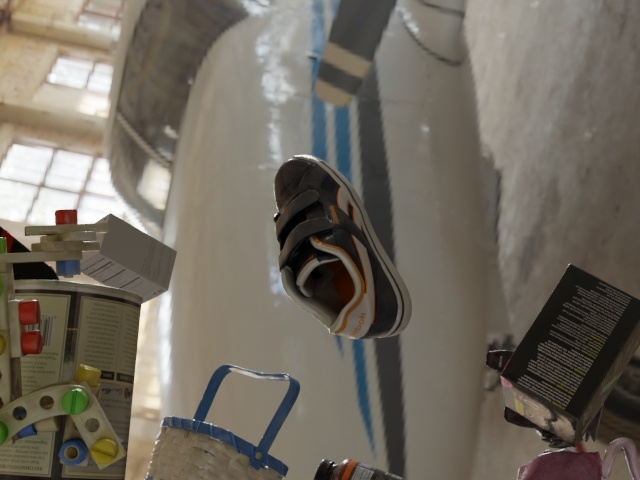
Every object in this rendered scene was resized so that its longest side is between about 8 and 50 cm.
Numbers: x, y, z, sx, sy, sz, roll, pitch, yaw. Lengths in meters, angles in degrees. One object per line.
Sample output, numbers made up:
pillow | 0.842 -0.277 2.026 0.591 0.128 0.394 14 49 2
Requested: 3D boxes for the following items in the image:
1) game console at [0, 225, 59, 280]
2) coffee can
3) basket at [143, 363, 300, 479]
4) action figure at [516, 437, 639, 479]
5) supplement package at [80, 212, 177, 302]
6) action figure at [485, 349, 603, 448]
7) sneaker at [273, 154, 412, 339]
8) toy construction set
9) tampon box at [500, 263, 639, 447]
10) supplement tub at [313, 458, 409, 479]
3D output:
game console | -0.567 0.150 1.708 0.342 0.060 0.387 49 -142 -48
coffee can | -0.356 0.206 1.448 0.201 0.201 0.276 129 145 -75
basket | -0.172 0.359 1.862 0.254 0.201 0.289 -1 61 55
action figure | 0.311 0.466 1.432 0.248 0.275 0.370 67 -154 -12
supplement package | -0.411 0.041 2.218 0.105 0.179 0.105 -26 42 40
action figure | 0.341 0.206 1.500 0.285 0.099 0.186 11 -106 -56
sneaker | 0.000 0.000 1.472 0.321 0.127 0.126 56 130 30
toy construction set | -0.344 0.114 1.264 0.151 0.214 0.328 90 176 -74
tampon box | 0.293 0.135 1.218 0.161 0.101 0.120 -54 -25 -15
supplement tub | 0.086 0.484 2.010 0.106 0.197 0.106 17 -90 -74
